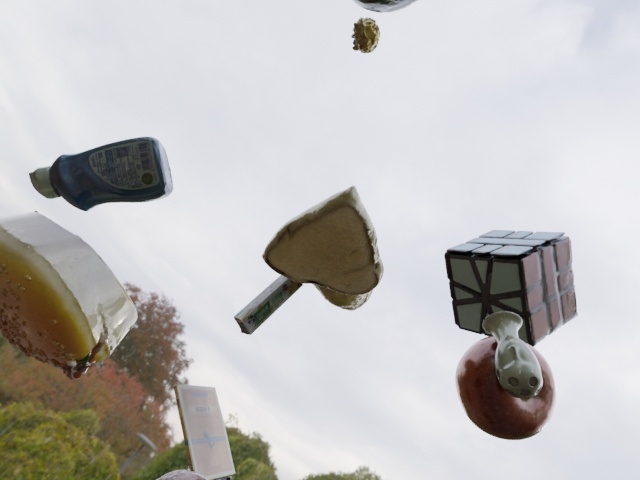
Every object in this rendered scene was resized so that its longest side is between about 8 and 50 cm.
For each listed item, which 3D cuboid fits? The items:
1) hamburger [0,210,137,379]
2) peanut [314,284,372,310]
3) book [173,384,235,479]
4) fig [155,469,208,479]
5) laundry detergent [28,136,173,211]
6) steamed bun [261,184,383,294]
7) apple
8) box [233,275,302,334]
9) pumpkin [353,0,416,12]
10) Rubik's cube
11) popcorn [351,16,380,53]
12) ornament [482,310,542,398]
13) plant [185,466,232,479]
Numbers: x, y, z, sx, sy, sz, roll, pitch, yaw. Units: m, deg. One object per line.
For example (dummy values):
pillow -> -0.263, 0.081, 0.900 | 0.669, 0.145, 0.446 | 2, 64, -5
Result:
hamburger -> -0.424, 0.079, 0.658 | 0.295, 0.151, 0.227 | 25, -44, 28
peanut -> 0.035, 0.074, 1.061 | 0.147, 0.148, 0.319 | 7, -30, 41
book -> -0.306, 0.504, 1.142 | 0.170, 0.018, 0.242 | 41, 22, -59
fig -> -0.228, 0.389, 0.539 | 0.133, 0.201, 0.146 | -1, -86, 42
laundry detergent -> -0.493, -0.144, 0.973 | 0.094, 0.289, 0.144 | -169, -112, -83
steamed bun -> 0.026, 0.013, 0.841 | 0.231, 0.111, 0.212 | -28, -60, 26
apple -> 0.360, 0.290, 0.857 | 0.201, 0.201, 0.162 | 47, -24, -8
box -> -0.128, 0.152, 1.097 | 0.041, 0.207, 0.050 | 4, -53, 46
pumpkin -> 0.111, -0.581, 0.791 | 0.263, 0.197, 0.293 | -20, -68, 33
Rubik's cube -> 0.609, 0.135, 1.383 | 0.288, 0.283, 0.294 | 8, -70, 57
popcorn -> 0.110, -0.508, 1.066 | 0.083, 0.057, 0.082 | 34, -42, 49
ornament -> 0.339, 0.201, 0.761 | 0.074, 0.156, 0.081 | -9, -56, 15
plant -> -0.324, 0.669, 1.172 | 0.142, 0.131, 0.203 | 28, -9, 15
